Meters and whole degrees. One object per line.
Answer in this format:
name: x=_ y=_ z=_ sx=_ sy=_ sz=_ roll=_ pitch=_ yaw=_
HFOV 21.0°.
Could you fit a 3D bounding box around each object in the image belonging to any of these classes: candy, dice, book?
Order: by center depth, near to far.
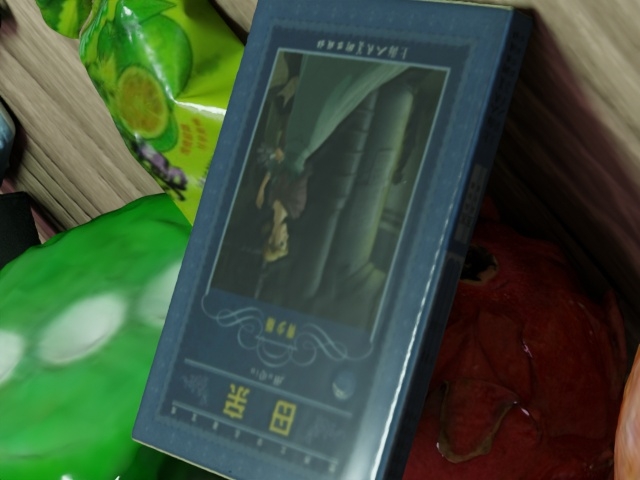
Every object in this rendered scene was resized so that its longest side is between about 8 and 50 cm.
book: x=0.000 y=0.000 z=0.912 sx=0.025 sy=0.269 sz=0.191 roll=19 pitch=177 yaw=-44
candy: x=-0.096 y=-0.106 z=1.103 sx=0.246 sy=0.069 sz=0.149 roll=58 pitch=147 yaw=18
dice: x=-0.119 y=0.160 z=1.320 sx=0.297 sy=0.300 sz=0.287 roll=20 pitch=149 yaw=45

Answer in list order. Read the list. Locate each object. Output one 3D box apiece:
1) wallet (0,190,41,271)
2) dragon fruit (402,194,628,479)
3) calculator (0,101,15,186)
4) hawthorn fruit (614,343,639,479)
wallet: x=-0.251 y=0.135 z=1.553 sx=0.191 sy=0.046 sz=0.379 roll=-21 pitch=-90 yaw=-76
dragon fruit: x=0.067 y=0.108 z=0.999 sx=0.241 sy=0.241 sz=0.252 roll=29 pitch=152 yaw=35
calculator: x=-0.331 y=-0.105 z=1.565 sx=0.121 sy=0.039 sz=0.210 roll=46 pitch=158 yaw=3
hawthorn fruit: x=0.249 y=0.106 z=0.647 sx=0.284 sy=0.284 sz=0.284 roll=37 pitch=156 yaw=19
